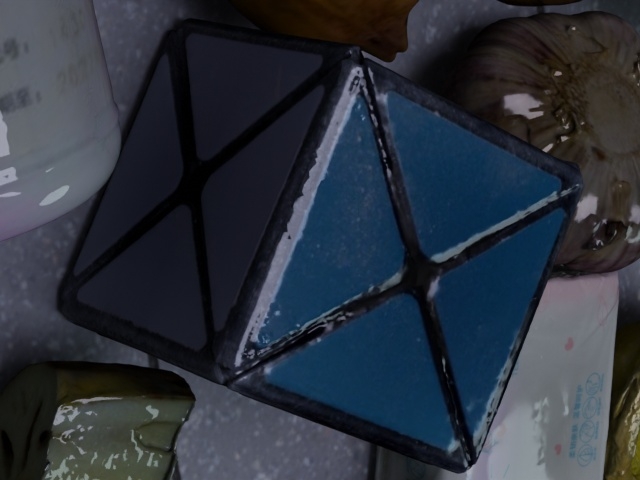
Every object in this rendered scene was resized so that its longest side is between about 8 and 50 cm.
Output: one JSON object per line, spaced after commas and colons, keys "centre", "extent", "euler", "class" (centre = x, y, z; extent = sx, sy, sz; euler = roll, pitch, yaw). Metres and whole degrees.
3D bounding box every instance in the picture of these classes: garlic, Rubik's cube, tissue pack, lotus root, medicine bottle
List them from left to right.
{"centre": [-0.268, -0.159, 1.247], "extent": [0.241, 0.241, 0.302], "euler": [-23, 112, -31], "class": "medicine bottle"}
{"centre": [-0.191, 0.193, 1.445], "extent": [0.119, 0.138, 0.235], "euler": [18, 89, -32], "class": "lotus root"}
{"centre": [0.000, 0.000, 1.470], "extent": [0.259, 0.255, 0.260], "euler": [21, 86, -38], "class": "Rubik's cube"}
{"centre": [0.153, 0.152, 1.701], "extent": [0.201, 0.124, 0.271], "euler": [-3, 100, -40], "class": "tissue pack"}
{"centre": [0.204, -0.079, 1.668], "extent": [0.245, 0.160, 0.245], "euler": [12, 64, -25], "class": "garlic"}

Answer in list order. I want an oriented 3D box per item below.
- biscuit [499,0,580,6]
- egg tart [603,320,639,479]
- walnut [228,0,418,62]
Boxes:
{"centre": [0.137, -0.313, 1.489], "extent": [0.102, 0.296, 0.296], "euler": [-48, 124, -31], "class": "biscuit"}
{"centre": [0.290, 0.138, 1.805], "extent": [0.191, 0.074, 0.191], "euler": [-42, 144, -41], "class": "egg tart"}
{"centre": [-0.014, -0.263, 1.443], "extent": [0.209, 0.209, 0.336], "euler": [-43, 123, -22], "class": "walnut"}
